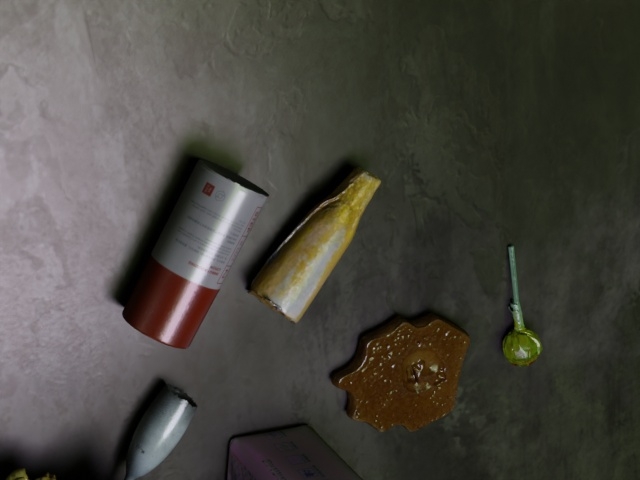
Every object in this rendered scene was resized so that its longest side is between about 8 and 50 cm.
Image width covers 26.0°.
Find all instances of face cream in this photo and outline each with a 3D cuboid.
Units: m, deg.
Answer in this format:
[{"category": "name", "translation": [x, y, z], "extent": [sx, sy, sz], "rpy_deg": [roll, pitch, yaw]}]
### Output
[{"category": "face cream", "translation": [-0.153, 0.017, 1.681], "extent": [0.096, 0.096, 0.214], "rpy_deg": [22, 99, -38]}]

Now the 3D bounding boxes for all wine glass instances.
[{"category": "wine glass", "translation": [-0.227, 0.280, 1.781], "extent": [0.066, 0.066, 0.198], "rpy_deg": [31, 92, -38]}]

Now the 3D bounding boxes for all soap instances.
[{"category": "soap", "translation": [-0.034, 0.374, 1.861], "extent": [0.138, 0.199, 0.182], "rpy_deg": [-6, 114, -27]}]

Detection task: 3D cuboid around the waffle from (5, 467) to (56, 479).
[{"category": "waffle", "translation": [-0.307, 0.369, 1.718], "extent": [0.291, 0.051, 0.291], "rpy_deg": [-3, 128, -4]}]

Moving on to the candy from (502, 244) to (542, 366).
[{"category": "candy", "translation": [0.291, 0.097, 2.040], "extent": [0.058, 0.062, 0.194], "rpy_deg": [-2, 111, 17]}]

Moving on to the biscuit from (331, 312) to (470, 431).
[{"category": "biscuit", "translation": [0.109, 0.189, 1.969], "extent": [0.215, 0.034, 0.182], "rpy_deg": [0, 111, -30]}]

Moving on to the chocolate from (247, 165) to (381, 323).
[{"category": "chocolate", "translation": [0.000, 0.000, 1.790], "extent": [0.085, 0.085, 0.219], "rpy_deg": [41, 84, -38]}]
